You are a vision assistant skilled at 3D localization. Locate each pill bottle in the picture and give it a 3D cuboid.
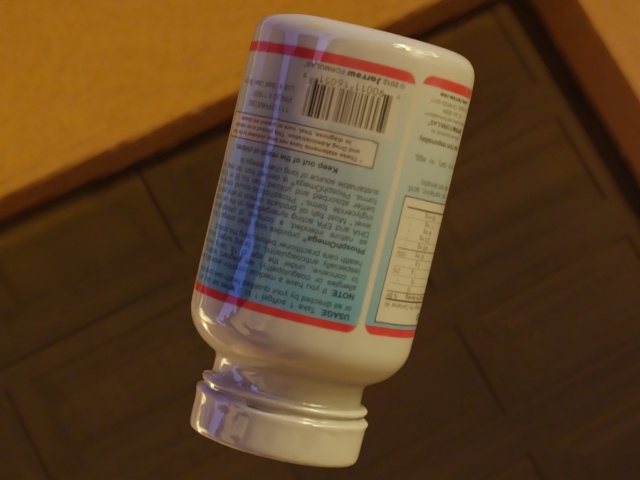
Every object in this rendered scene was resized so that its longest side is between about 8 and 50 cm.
[{"bbox_3d":[0.000,0.000,0.593,0.087,0.160,0.087,14,3,-1],"label":"pill bottle"}]
